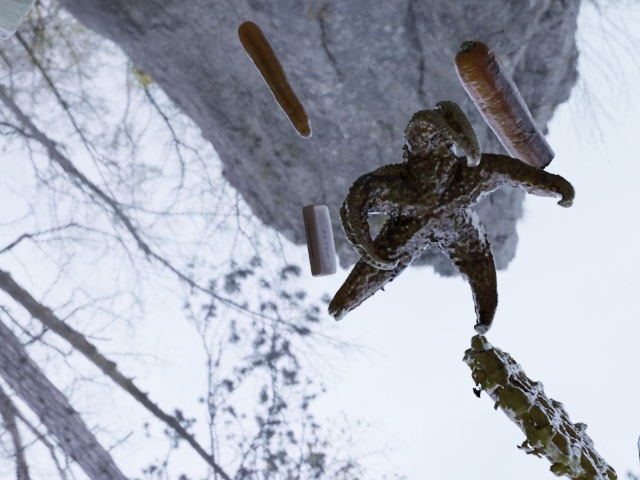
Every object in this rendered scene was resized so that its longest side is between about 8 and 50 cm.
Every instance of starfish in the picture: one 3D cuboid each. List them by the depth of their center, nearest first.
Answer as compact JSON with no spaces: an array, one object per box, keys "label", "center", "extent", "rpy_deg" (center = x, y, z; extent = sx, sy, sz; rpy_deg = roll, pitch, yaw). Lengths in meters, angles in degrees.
[{"label":"starfish","center":[0.086,-0.003,0.613],"extent":[0.190,0.146,0.074],"rpy_deg":[-48,-166,15]}]

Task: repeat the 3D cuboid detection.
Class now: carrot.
[{"label":"carrot","center":[0.270,-0.201,1.220],"extent":[0.067,0.225,0.067],"rpy_deg":[-34,-163,12]},{"label":"carrot","center":[-0.074,-0.268,1.354],"extent":[0.043,0.043,0.248],"rpy_deg":[-29,-108,-1]}]

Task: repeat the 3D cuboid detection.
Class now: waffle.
[{"label":"waffle","center":[0.329,0.266,1.236],"extent":[0.068,0.302,0.325],"rpy_deg":[-47,-152,8]}]

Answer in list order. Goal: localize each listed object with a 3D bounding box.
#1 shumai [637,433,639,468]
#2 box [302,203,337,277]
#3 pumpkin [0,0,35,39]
[{"label":"shumai","center":[0.394,0.164,0.663],"extent":[0.263,0.309,0.304],"rpy_deg":[16,-143,13]},{"label":"box","center":[0.000,0.000,1.295],"extent":[0.025,0.115,0.048],"rpy_deg":[-10,176,43]},{"label":"pumpkin","center":[-0.476,-0.449,1.081],"extent":[0.332,0.199,0.332],"rpy_deg":[-11,-103,52]}]
